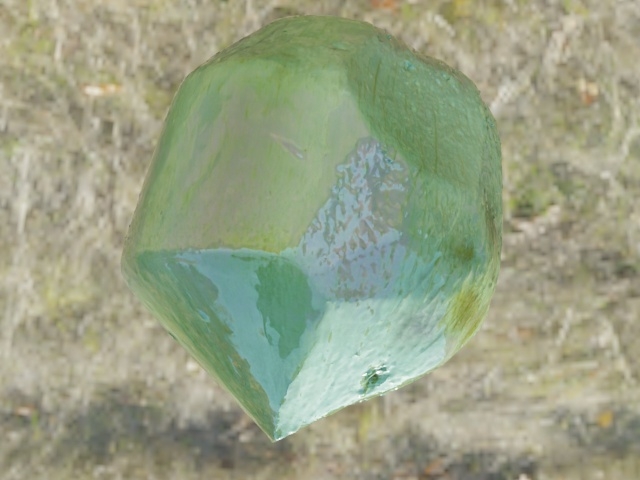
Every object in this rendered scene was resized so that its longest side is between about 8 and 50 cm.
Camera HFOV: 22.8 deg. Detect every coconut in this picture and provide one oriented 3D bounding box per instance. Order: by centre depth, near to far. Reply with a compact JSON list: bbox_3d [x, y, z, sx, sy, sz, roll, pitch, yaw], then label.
[{"bbox_3d":[0.000,0.000,1.235,0.281,0.328,0.328,6,152,27],"label":"coconut"}]
